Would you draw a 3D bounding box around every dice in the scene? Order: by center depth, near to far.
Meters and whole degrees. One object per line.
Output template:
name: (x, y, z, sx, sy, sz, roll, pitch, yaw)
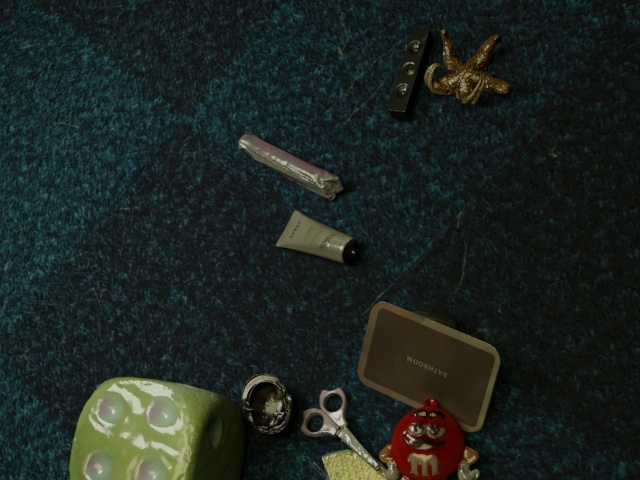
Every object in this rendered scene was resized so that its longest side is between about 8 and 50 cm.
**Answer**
dice: (-0.295, 0.398, 1.875, 0.251, 0.254, 0.250, 4, 73, 22)

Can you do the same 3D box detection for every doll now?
doll: (0.194, 0.387, 1.782, 0.183, 0.085, 0.217, 11, 74, 15)

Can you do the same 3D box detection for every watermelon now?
watermelon: (0.205, 0.163, 1.865, 0.110, 0.078, 0.078, 17, 78, 28)

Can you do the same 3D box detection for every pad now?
pad: (0.193, 0.230, 1.837, 0.266, 0.002, 0.176, 21, 110, 27)

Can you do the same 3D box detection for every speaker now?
speaker: (0.187, -0.342, 2.071, 0.040, 0.046, 0.191, 11, 74, 23)

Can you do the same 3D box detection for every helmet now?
helmet: (-0.094, 0.321, 1.928, 0.098, 0.070, 0.123, -30, 56, 2)

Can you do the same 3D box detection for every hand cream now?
hand cream: (0.000, 0.000, 2.022, 0.186, 0.054, 0.087, 19, 75, 33)

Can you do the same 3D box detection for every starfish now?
starfish: (0.307, -0.343, 2.008, 0.189, 0.074, 0.146, 25, 83, 27)

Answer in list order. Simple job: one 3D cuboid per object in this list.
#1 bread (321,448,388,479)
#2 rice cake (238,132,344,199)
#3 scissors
bread: (0.085, 0.460, 1.828, 0.112, 0.036, 0.193, -26, 62, 4)
rice cake: (-0.067, -0.158, 2.100, 0.270, 0.055, 0.049, 28, 79, 30)
scissors: (0.047, 0.360, 1.862, 0.110, 0.021, 0.212, -48, 48, -3)
